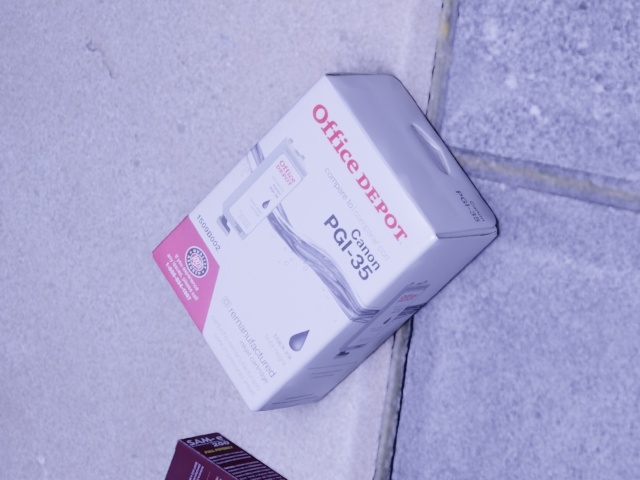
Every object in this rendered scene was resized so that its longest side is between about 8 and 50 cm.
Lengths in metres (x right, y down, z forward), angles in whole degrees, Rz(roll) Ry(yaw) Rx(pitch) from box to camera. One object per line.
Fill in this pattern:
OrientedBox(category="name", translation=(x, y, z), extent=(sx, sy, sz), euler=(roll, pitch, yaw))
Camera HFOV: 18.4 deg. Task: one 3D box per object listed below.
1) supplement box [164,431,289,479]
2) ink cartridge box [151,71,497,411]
OrientedBox(category="supplement box", translation=(-0.060, 0.310, 2.005), extent=(0.239, 0.073, 0.130), euler=(31, 109, 29))
OrientedBox(category="ink cartridge box", translation=(0.000, 0.000, 1.916), extent=(0.283, 0.117, 0.207), euler=(-45, 68, 29))
